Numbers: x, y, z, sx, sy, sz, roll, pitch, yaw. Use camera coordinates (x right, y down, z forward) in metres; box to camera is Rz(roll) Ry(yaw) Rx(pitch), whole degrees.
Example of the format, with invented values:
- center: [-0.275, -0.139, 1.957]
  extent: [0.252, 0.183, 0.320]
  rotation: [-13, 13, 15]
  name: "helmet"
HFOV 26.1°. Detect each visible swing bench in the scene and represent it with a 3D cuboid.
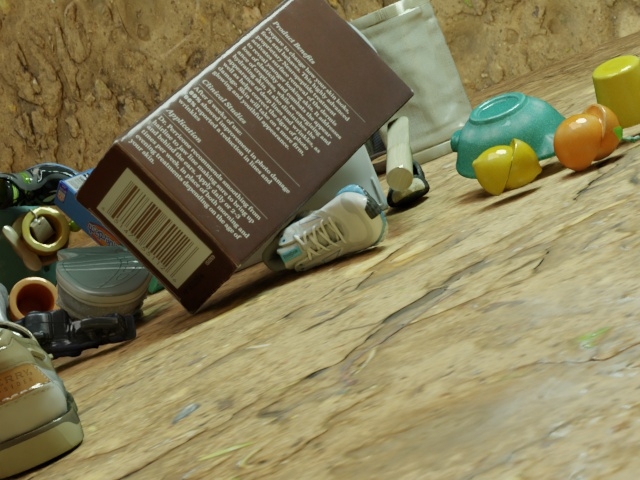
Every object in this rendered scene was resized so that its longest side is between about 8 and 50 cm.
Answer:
- center: [0.116, -0.249, 2.281]
  extent: [0.165, 0.253, 0.255]
  rotation: [-24, 6, -17]
  name: "swing bench"

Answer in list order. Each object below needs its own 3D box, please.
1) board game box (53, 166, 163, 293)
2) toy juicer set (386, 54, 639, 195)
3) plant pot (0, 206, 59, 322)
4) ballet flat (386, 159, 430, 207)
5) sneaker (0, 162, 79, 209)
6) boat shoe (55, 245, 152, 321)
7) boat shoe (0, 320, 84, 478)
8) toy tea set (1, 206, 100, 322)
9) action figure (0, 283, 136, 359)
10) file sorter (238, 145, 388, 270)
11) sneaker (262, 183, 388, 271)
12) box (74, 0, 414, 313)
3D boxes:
- center: [-0.250, -0.031, 1.967]
  extent: [0.160, 0.210, 0.047]
  rotation: [-27, -30, -46]
  name: "board game box"
- center: [0.195, -0.091, 1.491]
  extent: [0.329, 0.089, 0.209]
  rotation: [-11, 26, 31]
  name: "toy juicer set"
- center: [-0.533, 0.031, 2.100]
  extent: [0.293, 0.293, 0.235]
  rotation: [-26, 23, -31]
  name: "plant pot"
- center: [0.105, -0.073, 1.746]
  extent: [0.057, 0.049, 0.173]
  rotation: [-22, 6, 5]
  name: "ballet flat"
- center: [-0.434, -0.070, 1.977]
  extent: [0.188, 0.067, 0.078]
  rotation: [-1, 25, -20]
  name: "sneaker"
- center: [-0.275, 0.069, 1.722]
  extent: [0.118, 0.103, 0.320]
  rotation: [-4, 7, -17]
  name: "boat shoe"
- center: [-0.265, 0.118, 1.141]
  extent: [0.113, 0.103, 0.302]
  rotation: [-24, 6, -21]
  name: "boat shoe"
- center: [-0.412, 0.036, 1.917]
  extent: [0.336, 0.200, 0.124]
  rotation: [-20, -12, -28]
  name: "toy tea set"
- center: [-0.382, 0.050, 1.501]
  extent: [0.341, 0.178, 0.330]
  rotation: [-10, -33, 0]
  name: "action figure"
- center: [-0.086, -0.079, 1.823]
  extent: [0.278, 0.192, 0.173]
  rotation: [-23, 4, -8]
  name: "file sorter"
- center: [0.000, 0.000, 1.462]
  extent: [0.083, 0.071, 0.191]
  rotation: [-34, 3, -32]
  name: "sneaker"
- center: [-0.079, -0.114, 1.575]
  extent: [0.381, 0.191, 0.143]
  rotation: [-46, 2, -39]
  name: "box"
